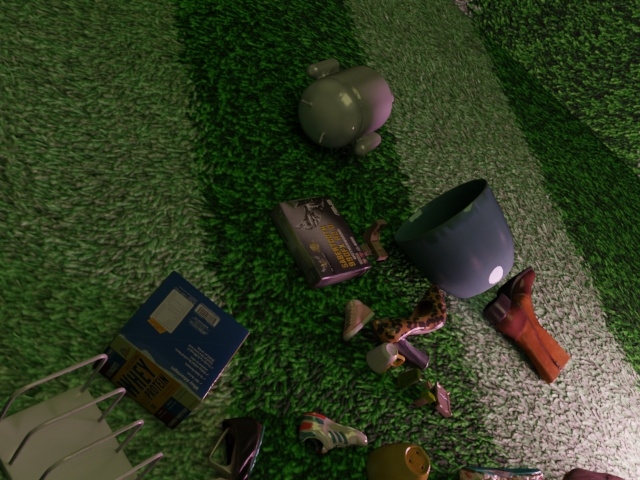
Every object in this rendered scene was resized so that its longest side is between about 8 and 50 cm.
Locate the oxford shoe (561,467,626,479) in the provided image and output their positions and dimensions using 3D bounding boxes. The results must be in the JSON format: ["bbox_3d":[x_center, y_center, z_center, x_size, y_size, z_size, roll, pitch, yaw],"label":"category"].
[{"bbox_3d":[0.616,0.635,1.908,0.364,0.130,0.133,6,20,-26],"label":"oxford shoe"}]

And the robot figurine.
[{"bbox_3d":[0.071,-0.383,2.239,0.353,0.200,0.300,-32,89,-49],"label":"robot figurine"}]

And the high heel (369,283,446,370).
[{"bbox_3d":[0.221,0.174,1.961,0.186,0.093,0.261,38,49,-20],"label":"high heel"}]

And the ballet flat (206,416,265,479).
[{"bbox_3d":[-0.170,0.446,1.445,0.096,0.095,0.280,20,35,-11],"label":"ballet flat"}]

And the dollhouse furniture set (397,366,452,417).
[{"bbox_3d":[0.254,0.372,1.885,0.152,0.058,0.076,44,29,-30],"label":"dollhouse furniture set"}]

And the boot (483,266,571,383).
[{"bbox_3d":[0.627,0.235,2.242,0.280,0.096,0.264,47,41,3],"label":"boot"}]

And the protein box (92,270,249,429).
[{"bbox_3d":[-0.285,0.209,1.507,0.200,0.136,0.201,40,41,-5],"label":"protein box"}]

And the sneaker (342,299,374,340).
[{"bbox_3d":[0.074,0.188,1.877,0.070,0.051,0.134,46,38,5],"label":"sneaker"}]

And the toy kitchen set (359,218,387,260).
[{"bbox_3d":[0.146,0.001,2.069,0.068,0.075,0.083,-8,57,-41],"label":"toy kitchen set"}]

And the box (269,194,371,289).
[{"bbox_3d":[0.000,0.000,1.970,0.183,0.056,0.231,-10,63,-44],"label":"box"}]

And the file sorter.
[{"bbox_3d":[-0.382,0.359,1.278,0.193,0.173,0.277,-21,71,-46],"label":"file sorter"}]

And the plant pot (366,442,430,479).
[{"bbox_3d":[0.179,0.488,1.672,0.134,0.095,0.134,21,46,-23],"label":"plant pot"}]

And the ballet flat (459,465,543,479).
[{"bbox_3d":[0.418,0.569,1.822,0.241,0.091,0.077,10,81,-27],"label":"ballet flat"}]

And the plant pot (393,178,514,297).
[{"bbox_3d":[0.383,0.012,2.105,0.235,0.293,0.293,55,40,-10],"label":"plant pot"}]

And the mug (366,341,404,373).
[{"bbox_3d":[0.157,0.273,1.859,0.078,0.064,0.062,-8,61,-43],"label":"mug"}]

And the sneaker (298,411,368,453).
[{"bbox_3d":[0.023,0.421,1.646,0.161,0.057,0.075,28,60,-19],"label":"sneaker"}]
